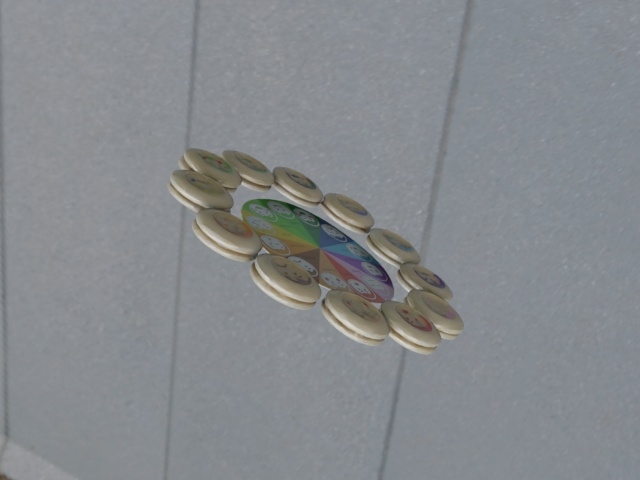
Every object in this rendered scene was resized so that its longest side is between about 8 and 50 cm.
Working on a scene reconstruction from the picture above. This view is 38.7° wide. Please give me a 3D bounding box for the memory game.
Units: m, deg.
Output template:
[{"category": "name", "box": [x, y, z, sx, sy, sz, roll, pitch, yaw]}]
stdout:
[{"category": "memory game", "box": [0.000, 0.000, 0.507, 0.186, 0.186, 0.012, 38, 110, 17]}]
